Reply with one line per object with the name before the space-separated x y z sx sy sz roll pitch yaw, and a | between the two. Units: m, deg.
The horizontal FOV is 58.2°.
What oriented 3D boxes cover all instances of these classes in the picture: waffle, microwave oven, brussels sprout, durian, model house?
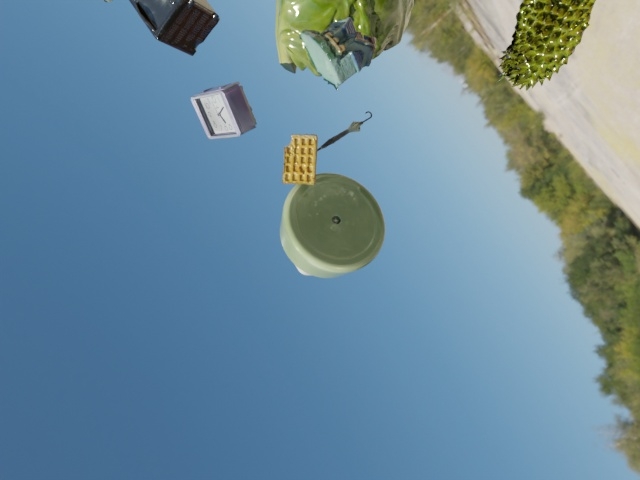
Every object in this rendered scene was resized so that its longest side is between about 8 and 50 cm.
waffle | -0.054 -0.214 1.518 0.021 0.092 0.135 55 -144 -83
microwave oven | -0.484 -0.766 1.884 0.247 0.178 0.188 54 -159 23
brussels sprout | 0.051 -0.706 1.677 0.342 0.425 0.361 42 153 48
durian | 0.538 -0.525 1.343 0.158 0.351 0.169 20 -165 8
model house | 0.058 -0.421 1.241 0.148 0.149 0.119 47 167 54

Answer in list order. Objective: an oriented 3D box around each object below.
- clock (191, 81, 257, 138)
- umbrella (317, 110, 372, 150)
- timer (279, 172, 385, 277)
clock | -0.287 -0.383 1.704 0.073 0.193 0.144 -38 -63 -32
umbrella | 0.091 -0.380 2.056 0.044 0.269 0.044 53 163 -7
timer | 0.000 0.000 1.669 0.291 0.315 0.290 6 -113 -15
